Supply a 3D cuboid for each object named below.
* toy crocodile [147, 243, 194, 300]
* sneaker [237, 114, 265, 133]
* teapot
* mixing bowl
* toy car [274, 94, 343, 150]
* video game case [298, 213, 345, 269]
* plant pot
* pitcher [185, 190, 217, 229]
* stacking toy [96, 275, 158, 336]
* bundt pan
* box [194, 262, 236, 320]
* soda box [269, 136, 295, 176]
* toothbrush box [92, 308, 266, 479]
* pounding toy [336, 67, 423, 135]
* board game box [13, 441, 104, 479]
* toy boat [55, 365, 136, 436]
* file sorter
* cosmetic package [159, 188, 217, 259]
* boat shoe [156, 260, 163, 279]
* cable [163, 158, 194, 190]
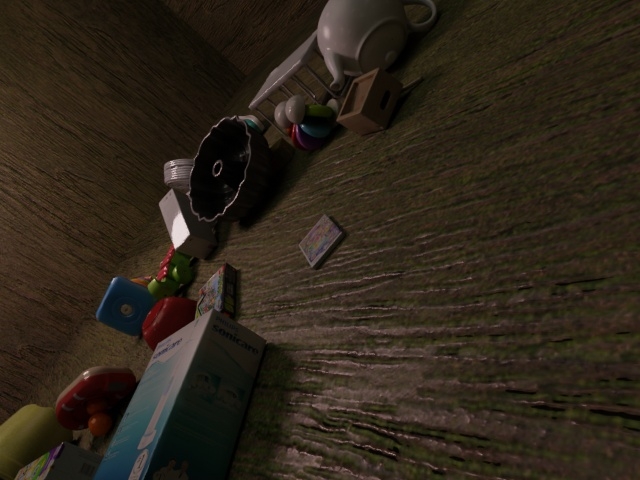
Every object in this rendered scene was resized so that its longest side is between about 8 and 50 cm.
[{"bbox_3d":[-0.467,0.074,1.557,0.115,0.105,0.340,-39,27,28],"label":"toy crocodile"},{"bbox_3d":[-0.362,-0.444,2.084,0.178,0.123,0.296,-48,23,-14],"label":"sneaker"},{"bbox_3d":[0.133,-0.517,1.214,0.187,0.253,0.256,52,131,27],"label":"teapot"},{"bbox_3d":[-0.393,0.214,1.238,0.181,0.098,0.181,-41,25,24],"label":"mixing bowl"},{"bbox_3d":[-0.031,-0.313,1.300,0.182,0.159,0.136,8,97,63],"label":"toy car"},{"bbox_3d":[0.000,0.000,0.937,0.087,0.011,0.122,-49,24,6],"label":"video game case"},{"bbox_3d":[-0.839,0.610,1.329,0.276,0.276,0.254,-41,14,24],"label":"plant pot"},{"bbox_3d":[-0.413,-0.138,1.748,0.177,0.125,0.207,-48,33,-7],"label":"pitcher"},{"bbox_3d":[-0.632,0.190,1.668,0.175,0.166,0.302,-61,11,8],"label":"stacking toy"},{"bbox_3d":[-0.262,-0.200,1.449,0.331,0.124,0.330,-17,66,42],"label":"bundt pan"},{"bbox_3d":[-0.252,0.149,1.150,0.114,0.036,0.207,-46,24,14],"label":"box"},{"bbox_3d":[-0.162,-0.240,1.505,0.181,0.058,0.061,-34,30,34],"label":"soda box"},{"bbox_3d":[-0.235,0.293,0.808,0.216,0.126,0.295,-33,31,38],"label":"toothbrush box"},{"bbox_3d":[0.130,-0.313,1.062,0.130,0.100,0.141,8,73,64],"label":"pounding toy"},{"bbox_3d":[-0.566,0.553,1.017,0.275,0.144,0.142,-35,29,34],"label":"board game box"},{"bbox_3d":[-0.589,0.441,1.260,0.231,0.151,0.151,-41,55,24],"label":"toy boat"},{"bbox_3d":[-0.053,-0.487,1.511,0.278,0.173,0.192,-24,35,46],"label":"file sorter"},{"bbox_3d":[-0.431,-0.054,1.551,0.085,0.117,0.231,-44,50,18],"label":"cosmetic package"},{"bbox_3d":[-0.554,0.096,1.737,0.063,0.059,0.170,-43,25,20],"label":"boat shoe"},{"bbox_3d":[-0.456,-0.238,1.797,0.257,0.257,0.089,-4,84,51],"label":"cable"}]
